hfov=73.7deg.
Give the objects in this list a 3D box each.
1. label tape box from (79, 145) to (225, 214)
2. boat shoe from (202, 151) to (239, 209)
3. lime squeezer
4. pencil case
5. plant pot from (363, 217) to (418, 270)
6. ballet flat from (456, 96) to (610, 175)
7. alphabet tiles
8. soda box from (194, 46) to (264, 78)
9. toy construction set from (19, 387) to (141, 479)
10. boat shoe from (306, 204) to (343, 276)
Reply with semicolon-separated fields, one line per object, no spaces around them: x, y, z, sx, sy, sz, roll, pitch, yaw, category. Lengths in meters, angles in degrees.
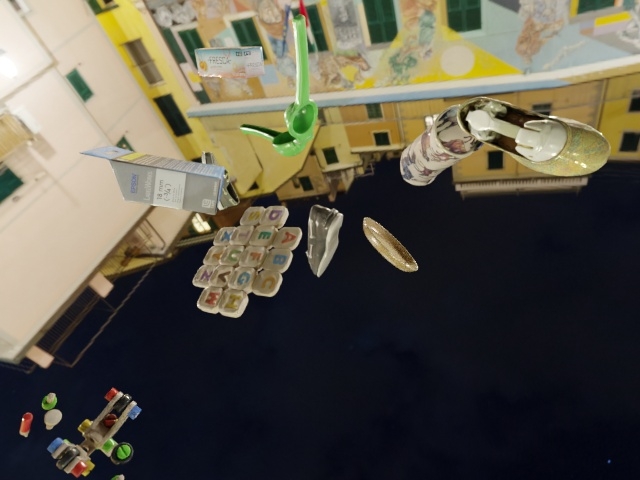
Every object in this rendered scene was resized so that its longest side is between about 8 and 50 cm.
-0.439;-0.168;1.163;0.333;0.106;0.241;8;-166;-12;label tape box
-0.416;-0.252;1.778;0.091;0.305;0.109;-10;-129;-1;boat shoe
-0.046;-0.190;0.630;0.058;0.110;0.310;-21;179;-23;lime squeezer
0.400;-0.309;1.458;0.183;0.410;0.160;-19;-94;-8;pencil case
0.219;0.019;1.384;0.032;0.236;0.236;-47;-140;17;plant pot
0.436;-0.234;0.933;0.123;0.123;0.348;-33;-138;-11;ballet flat
-0.179;0.039;0.992;0.277;0.021;0.284;3;-121;37;alphabet tiles
-0.212;-0.414;0.990;0.183;0.063;0.058;19;-144;37;soda box
-0.716;0.586;1.265;0.237;0.308;0.258;-49;-156;37;toy construction set
0.000;0.000;1.432;0.095;0.335;0.112;31;-124;12;boat shoe
